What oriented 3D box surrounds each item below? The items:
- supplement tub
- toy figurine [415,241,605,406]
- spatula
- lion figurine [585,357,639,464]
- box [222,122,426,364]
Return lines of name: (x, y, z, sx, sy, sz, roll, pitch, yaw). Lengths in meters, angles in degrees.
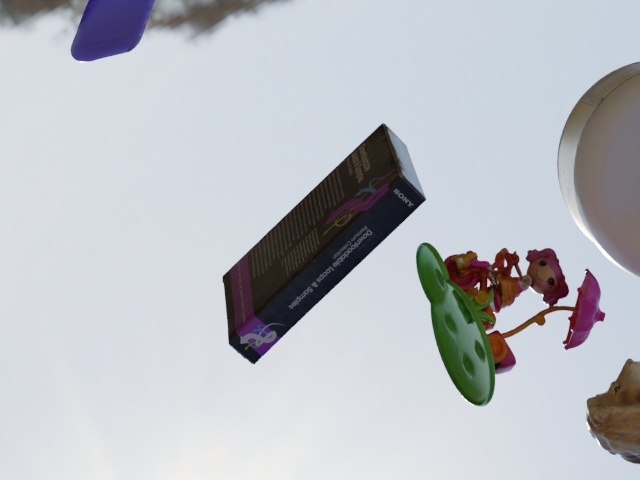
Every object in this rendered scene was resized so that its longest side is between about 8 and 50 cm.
supplement tub: (0.391, -0.083, 2.217, 0.241, 0.241, 0.331, -31, -176, 5)
toy figurine: (0.198, 0.060, 1.954, 0.159, 0.173, 0.130, -17, 161, -18)
spatula: (-0.164, -0.278, 1.688, 0.084, 0.296, 0.030, -20, -136, -39)
lion figurine: (0.494, 0.234, 2.619, 0.240, 0.142, 0.392, -6, 171, 16)
box: (0.000, 0.000, 1.329, 0.162, 0.029, 0.116, -45, -162, 12)
